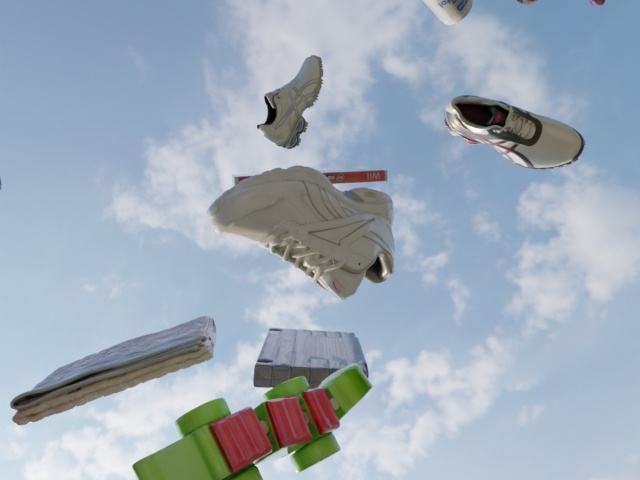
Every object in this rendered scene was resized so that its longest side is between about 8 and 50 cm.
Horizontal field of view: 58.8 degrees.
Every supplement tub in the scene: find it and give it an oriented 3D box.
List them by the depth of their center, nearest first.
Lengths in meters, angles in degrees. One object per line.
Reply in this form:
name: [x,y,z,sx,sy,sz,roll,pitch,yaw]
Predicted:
supplement tub: [0.223,-0.452,1.032,0.107,0.071,0.071,24,-78,-44]

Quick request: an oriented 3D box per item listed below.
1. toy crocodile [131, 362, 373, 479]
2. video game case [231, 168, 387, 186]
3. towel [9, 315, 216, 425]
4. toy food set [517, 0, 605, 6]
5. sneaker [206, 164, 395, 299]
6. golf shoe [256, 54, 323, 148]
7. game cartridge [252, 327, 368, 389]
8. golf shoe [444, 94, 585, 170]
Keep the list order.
toy crocodile: [-0.063,0.233,0.692,0.340,0.115,0.105,-5,-31,-46]
video game case: [-0.032,-0.125,1.130,0.284,0.204,0.025,-4,-82,-9]
towel: [-0.357,0.224,1.052,0.331,0.317,0.054,-18,-89,-10]
toy food set: [0.096,-0.126,0.216,0.019,0.122,0.078,-2,-84,-40]
sneaker: [0.000,0.000,0.558,0.232,0.115,0.090,5,-28,-39]
golf shoe: [-0.053,-0.252,0.993,0.085,0.069,0.176,21,-96,-26]
game cartridge: [-0.017,0.260,1.259,0.230,0.355,0.068,8,-87,0]
golf shoe: [0.366,-0.208,1.090,0.272,0.120,0.105,19,-86,16]
